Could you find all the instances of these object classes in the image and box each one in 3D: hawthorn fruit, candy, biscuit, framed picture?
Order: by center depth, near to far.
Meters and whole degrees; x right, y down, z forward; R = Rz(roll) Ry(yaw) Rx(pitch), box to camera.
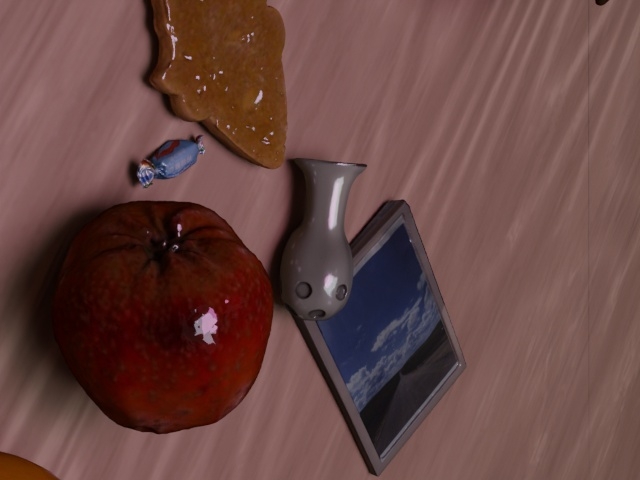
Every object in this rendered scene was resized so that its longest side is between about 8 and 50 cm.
[{"bbox_3d":[-0.124,0.073,0.947,0.179,0.179,0.200,-41,143,-36],"label":"hawthorn fruit"},{"bbox_3d":[-0.128,-0.072,1.016,0.083,0.020,0.030,-39,134,-42],"label":"candy"},{"bbox_3d":[-0.085,-0.165,1.036,0.162,0.035,0.250,-44,128,-28],"label":"biscuit"},{"bbox_3d":[0.071,0.109,1.290,0.189,0.023,0.260,-46,130,-29],"label":"framed picture"}]

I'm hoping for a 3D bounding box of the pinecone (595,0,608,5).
[{"bbox_3d":[0.305,-0.457,1.168,0.397,0.397,0.398,-14,109,-47],"label":"pinecone"}]

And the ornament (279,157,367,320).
[{"bbox_3d":[0.000,0.000,1.145,0.074,0.081,0.156,5,91,-16],"label":"ornament"}]

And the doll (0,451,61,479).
[{"bbox_3d":[-0.266,0.262,0.827,0.236,0.213,0.213,-38,142,18],"label":"doll"}]
